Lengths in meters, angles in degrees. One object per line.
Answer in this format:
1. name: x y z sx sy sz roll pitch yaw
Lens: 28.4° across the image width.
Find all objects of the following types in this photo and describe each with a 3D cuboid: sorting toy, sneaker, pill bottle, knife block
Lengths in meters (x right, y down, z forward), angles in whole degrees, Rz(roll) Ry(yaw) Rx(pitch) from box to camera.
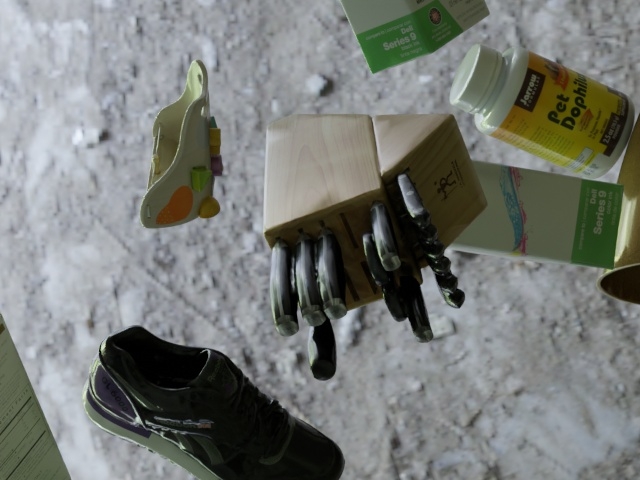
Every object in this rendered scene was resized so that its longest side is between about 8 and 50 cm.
1. sorting toy: -0.074 -0.059 0.710 0.083 0.044 0.075 -91 10 -50
2. sneaker: -0.101 0.177 1.278 0.283 0.107 0.124 21 138 -5
3. pill bottle: 0.275 -0.167 1.580 0.117 0.215 0.117 -158 90 -80
4. knife block: 0.000 0.000 0.959 0.275 0.242 0.088 7 129 47

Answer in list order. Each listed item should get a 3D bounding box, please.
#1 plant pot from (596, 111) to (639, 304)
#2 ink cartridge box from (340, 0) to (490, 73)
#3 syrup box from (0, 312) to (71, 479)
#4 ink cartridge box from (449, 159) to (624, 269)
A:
1. plant pot: 0.448 -0.066 1.499 0.237 0.237 0.254 -14 66 46
2. ink cartridge box: 0.114 -0.430 1.921 0.121 0.211 0.289 -14 107 40
3. syrup box: -0.313 0.163 1.130 0.093 0.096 0.237 14 137 25
4. ink cartridge box: 0.177 -0.030 1.289 0.154 0.212 0.093 -172 89 -78
